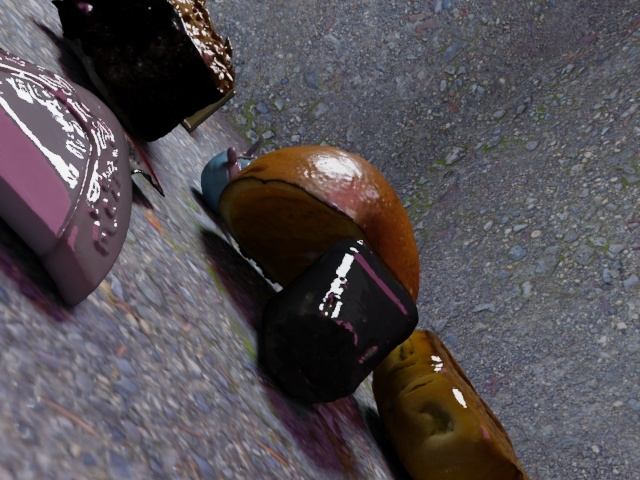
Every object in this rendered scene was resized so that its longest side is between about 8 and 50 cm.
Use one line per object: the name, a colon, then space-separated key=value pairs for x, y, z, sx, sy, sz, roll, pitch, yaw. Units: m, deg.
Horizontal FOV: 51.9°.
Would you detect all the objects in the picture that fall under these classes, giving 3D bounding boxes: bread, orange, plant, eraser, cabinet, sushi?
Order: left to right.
eraser: x=-0.195 y=-0.080 z=0.478 sx=0.204 sy=0.059 sz=0.243 roll=50 pitch=13 yaw=-12
sushi: x=-0.251 y=-0.296 z=0.971 sx=0.234 sy=0.207 sz=0.348 roll=57 pitch=2 yaw=-35
cabinet: x=-0.303 y=-0.375 z=1.533 sx=0.175 sy=0.148 sz=0.215 roll=50 pitch=3 yaw=-17
orange: x=0.003 y=-0.003 z=0.940 sx=0.310 sy=0.274 sz=0.274 roll=10 pitch=32 yaw=-41
plant: x=0.018 y=0.096 z=0.768 sx=0.142 sy=0.164 sz=0.256 roll=47 pitch=18 yaw=-4
bread: x=0.205 y=0.321 z=0.956 sx=0.337 sy=0.148 sz=0.328 roll=52 pitch=7 yaw=-21

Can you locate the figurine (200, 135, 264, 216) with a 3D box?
figurine: x=-0.139 y=-0.071 z=1.122 sx=0.260 sy=0.102 sz=0.205 roll=-106 pitch=-167 yaw=-86

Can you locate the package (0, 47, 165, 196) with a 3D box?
package: x=-0.237 y=-0.116 z=0.648 sx=0.154 sy=0.030 sz=0.239 roll=53 pitch=8 yaw=10
